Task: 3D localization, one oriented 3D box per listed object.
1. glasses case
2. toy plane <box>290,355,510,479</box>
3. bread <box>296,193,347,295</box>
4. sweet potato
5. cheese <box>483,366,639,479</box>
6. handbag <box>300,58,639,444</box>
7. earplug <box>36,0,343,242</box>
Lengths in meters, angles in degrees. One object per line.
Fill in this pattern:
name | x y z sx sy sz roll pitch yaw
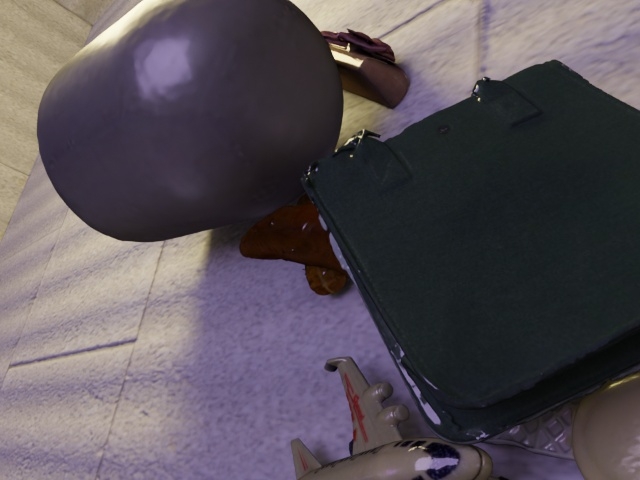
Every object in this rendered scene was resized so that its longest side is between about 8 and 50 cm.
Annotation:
glasses case | 0.040 -0.257 0.777 0.070 0.102 0.193 -51 37 2
toy plane | 0.041 0.199 0.467 0.256 0.104 0.242 -29 44 40
bread | 0.000 0.000 0.698 0.052 0.044 0.157 -44 39 30
sweet potato | 0.070 0.002 0.562 0.359 0.112 0.112 9 73 42
cheese | 0.194 0.131 0.378 0.251 0.054 0.127 -9 56 48
handbag | 0.137 -0.017 0.422 0.247 0.079 0.260 -27 49 -1
earplug | -0.158 -0.169 0.768 0.394 0.312 0.313 -8 60 47
